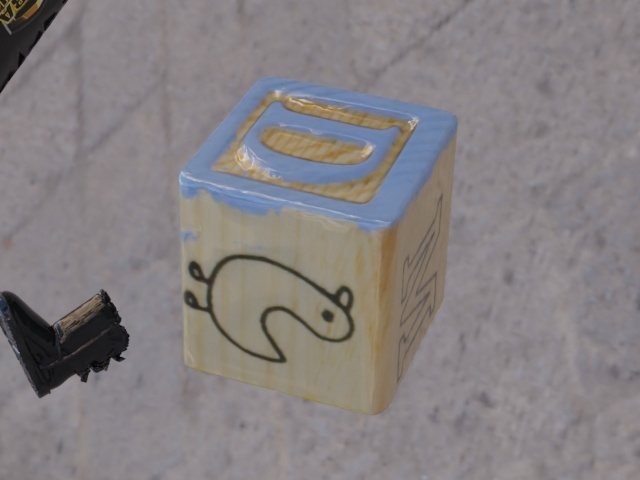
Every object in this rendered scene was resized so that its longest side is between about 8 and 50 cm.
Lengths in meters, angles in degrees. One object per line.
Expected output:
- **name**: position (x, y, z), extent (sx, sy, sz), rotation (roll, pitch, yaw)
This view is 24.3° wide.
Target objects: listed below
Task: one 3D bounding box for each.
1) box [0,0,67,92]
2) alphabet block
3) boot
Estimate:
- **box**: position (-0.239, -0.102, 0.610), extent (0.079, 0.257, 0.322), rotation (19, 64, 22)
- **alphabet block**: position (0.000, 0.000, 1.265), extent (0.193, 0.192, 0.197), rotation (-54, -29, -50)
- **boot**: position (-0.234, 0.077, 1.352), extent (0.099, 0.121, 0.045), rotation (-30, 28, -17)
